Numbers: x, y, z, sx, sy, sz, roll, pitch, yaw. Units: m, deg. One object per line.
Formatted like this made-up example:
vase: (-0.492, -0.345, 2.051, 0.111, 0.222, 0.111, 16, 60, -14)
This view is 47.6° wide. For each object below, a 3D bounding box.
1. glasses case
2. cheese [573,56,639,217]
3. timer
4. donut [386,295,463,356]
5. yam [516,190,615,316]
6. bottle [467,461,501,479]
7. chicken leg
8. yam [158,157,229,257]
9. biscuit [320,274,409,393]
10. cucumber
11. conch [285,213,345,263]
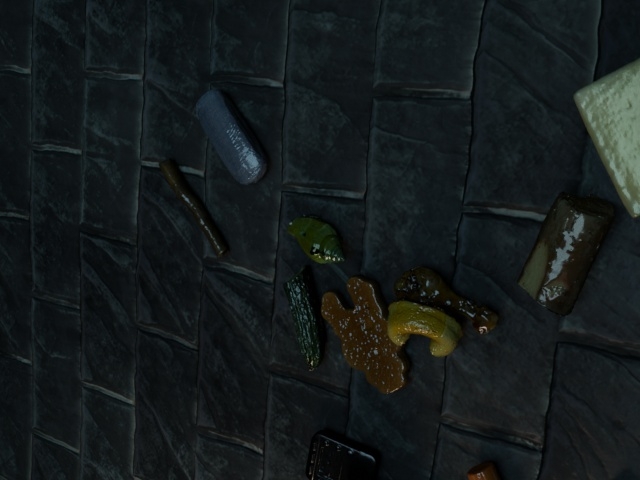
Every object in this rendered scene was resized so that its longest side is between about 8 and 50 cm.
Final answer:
glasses case: (-0.238, -0.274, 1.921, 0.109, 0.067, 0.282, -41, 76, 32)
cheese: (0.640, -0.209, 1.350, 0.243, 0.124, 0.265, -27, 81, 28)
timer: (0.057, 0.576, 1.862, 0.187, 0.055, 0.144, 17, 108, 25)
donut: (0.229, 0.198, 1.635, 0.181, 0.078, 0.146, 21, 150, 14)
yam: (0.496, 0.022, 1.466, 0.129, 0.128, 0.238, 30, 111, 26)
bottle: (0.398, 0.601, 1.641, 0.069, 0.069, 0.187, -28, 81, 32)
chicken leg: (0.283, 0.137, 1.648, 0.252, 0.087, 0.107, 24, 141, 20)
yam: (-0.355, -0.093, 2.032, 0.326, 0.045, 0.045, 56, 142, 13)
biscuit: (0.119, 0.234, 1.781, 0.186, 0.044, 0.295, -32, 78, 34)
cucumber: (-0.034, 0.200, 1.858, 0.077, 0.077, 0.265, -16, 90, 33)
conch: (-0.001, 0.001, 1.812, 0.095, 0.079, 0.201, -48, 62, 8)
